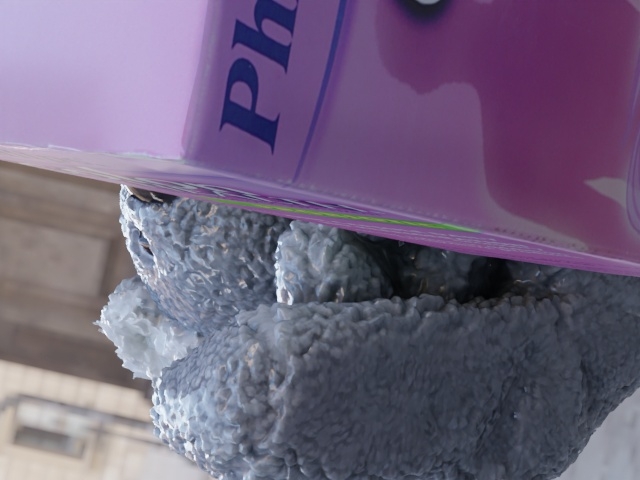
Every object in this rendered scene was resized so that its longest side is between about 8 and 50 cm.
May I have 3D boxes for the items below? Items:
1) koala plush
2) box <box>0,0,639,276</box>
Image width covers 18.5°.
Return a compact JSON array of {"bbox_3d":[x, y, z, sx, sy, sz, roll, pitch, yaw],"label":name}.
[{"bbox_3d":[0.000,0.000,0.771,0.221,0.203,0.196,11,83,50],"label":"koala plush"},{"bbox_3d":[0.027,-0.109,0.505,0.243,0.117,0.213,11,-93,-48],"label":"box"}]
